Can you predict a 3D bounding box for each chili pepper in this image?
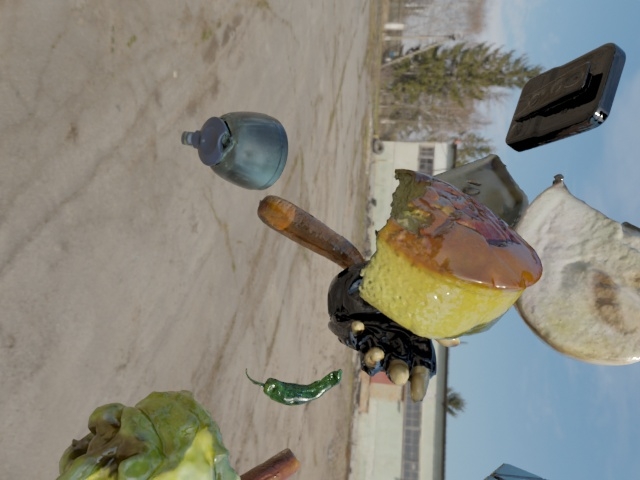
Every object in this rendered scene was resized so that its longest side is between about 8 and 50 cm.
[{"bbox_3d":[-0.075,0.425,1.356,0.065,0.278,0.122,-120,-151,-76],"label":"chili pepper"}]

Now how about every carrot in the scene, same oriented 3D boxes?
[{"bbox_3d":[0.000,0.000,0.780,0.059,0.247,0.059,-56,172,-12],"label":"carrot"}]

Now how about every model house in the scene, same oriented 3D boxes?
[{"bbox_3d":[0.267,0.043,0.927,0.283,0.297,0.317,90,-11,-47],"label":"model house"}]

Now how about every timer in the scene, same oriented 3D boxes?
[{"bbox_3d":[0.392,-0.233,0.775,0.144,0.055,0.187,-67,-163,-12],"label":"timer"}]

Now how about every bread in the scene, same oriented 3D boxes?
[{"bbox_3d":[0.100,0.009,0.365,0.156,0.125,0.086,-63,178,-61],"label":"bread"}]

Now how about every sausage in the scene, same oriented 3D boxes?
[{"bbox_3d":[-0.180,0.657,1.273,0.103,0.302,0.076,-43,-113,50],"label":"sausage"}]

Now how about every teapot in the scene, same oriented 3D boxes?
[{"bbox_3d":[-0.125,-0.142,0.670,0.108,0.149,0.111,5,126,-47],"label":"teapot"}]

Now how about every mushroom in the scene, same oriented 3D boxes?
[{"bbox_3d":[0.314,0.081,0.548,0.173,0.236,0.162,-44,149,-9],"label":"mushroom"}]

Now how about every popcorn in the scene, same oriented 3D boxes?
[{"bbox_3d":[-0.241,0.340,0.675,0.195,0.255,0.256,-33,-147,46],"label":"popcorn"}]

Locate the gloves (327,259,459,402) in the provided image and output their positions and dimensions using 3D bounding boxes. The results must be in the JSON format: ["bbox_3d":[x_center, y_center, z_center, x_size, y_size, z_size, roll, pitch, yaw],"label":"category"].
[{"bbox_3d":[0.090,0.119,0.618,0.124,0.164,0.203,49,24,-50],"label":"gloves"}]

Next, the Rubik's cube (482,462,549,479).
[{"bbox_3d":[0.184,0.316,0.448,0.211,0.178,0.191,-22,-135,62],"label":"Rubik's cube"}]
